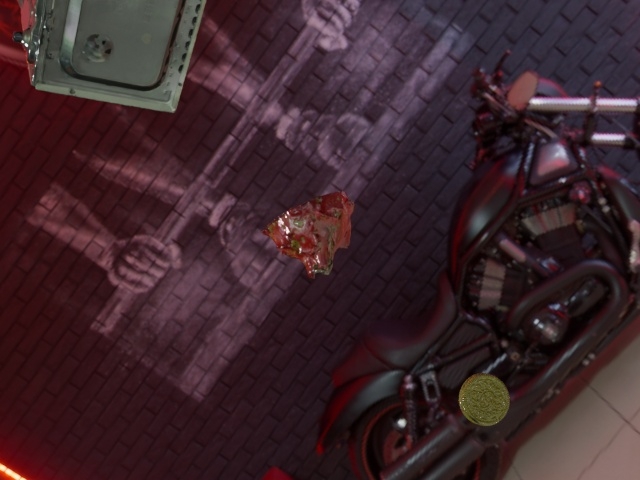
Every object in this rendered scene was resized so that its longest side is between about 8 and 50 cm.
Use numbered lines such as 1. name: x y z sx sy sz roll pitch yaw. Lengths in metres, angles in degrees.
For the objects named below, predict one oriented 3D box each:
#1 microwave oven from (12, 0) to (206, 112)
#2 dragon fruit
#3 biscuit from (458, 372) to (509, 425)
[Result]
1. microwave oven: -0.315 -0.450 0.981 0.395 0.247 0.333 -66 35 29
2. dragon fruit: 0.000 0.000 1.047 0.152 0.111 0.153 -22 -7 -3
3. biscuit: 0.267 0.259 1.074 0.084 0.084 0.023 -56 3 -14
